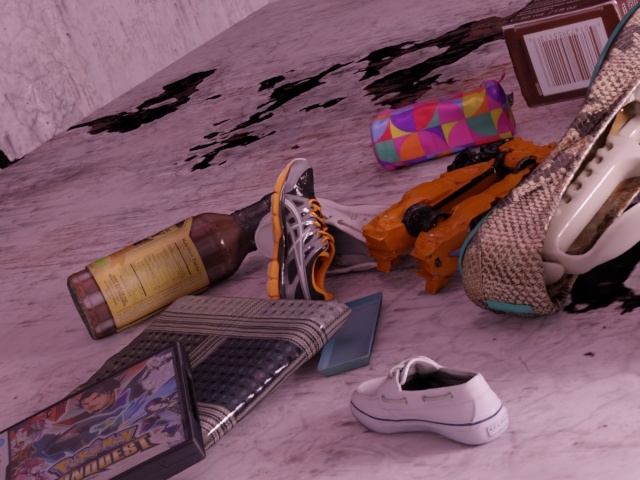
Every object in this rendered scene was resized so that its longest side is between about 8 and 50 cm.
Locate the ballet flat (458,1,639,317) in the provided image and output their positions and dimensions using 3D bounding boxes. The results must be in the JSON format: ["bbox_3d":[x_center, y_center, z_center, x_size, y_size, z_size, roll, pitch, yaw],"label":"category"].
[{"bbox_3d":[0.355,-0.092,1.900,0.182,0.164,0.483,17,61,45],"label":"ballet flat"}]

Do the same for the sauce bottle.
[{"bbox_3d":[-0.200,0.029,2.378,0.344,0.111,0.111,-25,18,-16],"label":"sauce bottle"}]

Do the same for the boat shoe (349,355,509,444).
[{"bbox_3d":[0.108,0.155,1.689,0.083,0.076,0.226,-34,21,-35],"label":"boat shoe"}]

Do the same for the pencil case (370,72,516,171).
[{"bbox_3d":[0.197,-0.185,2.566,0.236,0.104,0.104,-17,18,17],"label":"pencil case"}]

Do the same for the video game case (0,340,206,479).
[{"bbox_3d":[-0.268,0.240,1.854,0.275,0.035,0.248,-28,24,3],"label":"video game case"}]

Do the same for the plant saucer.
[{"bbox_3d":[0.040,0.116,1.986,0.067,0.018,0.192,-18,17,14],"label":"plant saucer"}]

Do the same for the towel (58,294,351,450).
[{"bbox_3d":[-0.161,0.171,2.005,0.324,0.056,0.312,1,35,47],"label":"towel"}]

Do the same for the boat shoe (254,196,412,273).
[{"bbox_3d":[0.000,0.000,2.243,0.277,0.098,0.096,-3,24,42],"label":"boat shoe"}]

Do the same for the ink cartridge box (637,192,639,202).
[{"bbox_3d":[0.439,-0.051,1.954,0.088,0.052,0.122,-21,19,4],"label":"ink cartridge box"}]

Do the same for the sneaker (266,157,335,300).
[{"bbox_3d":[-0.020,-0.005,2.163,0.083,0.215,0.084,-1,-8,21],"label":"sneaker"}]

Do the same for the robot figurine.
[{"bbox_3d":[0.209,-0.044,2.120,0.291,0.085,0.211,-30,31,-24],"label":"robot figurine"}]

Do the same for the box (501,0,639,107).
[{"bbox_3d":[0.445,-0.345,2.439,0.191,0.143,0.381,-10,19,35],"label":"box"}]
